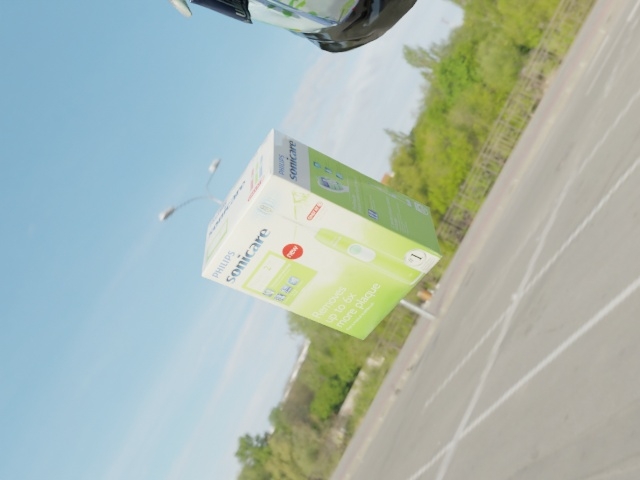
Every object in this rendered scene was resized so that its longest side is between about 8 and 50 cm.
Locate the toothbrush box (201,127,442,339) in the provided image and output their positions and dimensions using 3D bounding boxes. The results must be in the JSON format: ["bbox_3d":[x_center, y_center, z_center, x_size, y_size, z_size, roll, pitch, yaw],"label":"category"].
[{"bbox_3d":[0.000,0.000,1.046,0.206,0.283,0.122,-51,25,31],"label":"toothbrush box"}]

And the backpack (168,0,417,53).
[{"bbox_3d":[-0.060,-0.253,0.313,0.290,0.355,0.273,-55,30,26],"label":"backpack"}]
